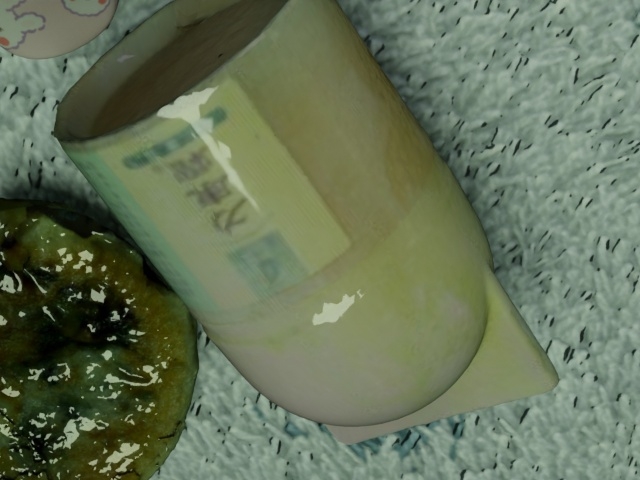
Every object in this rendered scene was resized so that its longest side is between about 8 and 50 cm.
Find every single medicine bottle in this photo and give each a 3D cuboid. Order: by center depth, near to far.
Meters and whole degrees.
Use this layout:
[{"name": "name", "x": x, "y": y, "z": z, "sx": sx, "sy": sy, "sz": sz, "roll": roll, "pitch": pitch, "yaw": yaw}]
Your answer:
[{"name": "medicine bottle", "x": 0.000, "y": 0.000, "z": 1.223, "sx": 0.236, "sy": 0.235, "sz": 0.406, "roll": -28, "pitch": 115, "yaw": 17}]

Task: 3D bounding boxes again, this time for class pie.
[{"name": "pie", "x": -0.262, "y": 0.135, "z": 1.374, "sx": 0.297, "sy": 0.078, "sz": 0.371, "roll": 21, "pitch": 114, "yaw": -25}]

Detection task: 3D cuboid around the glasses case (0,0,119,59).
[{"name": "glasses case", "x": -0.259, "y": -0.270, "z": 1.157, "sx": 0.113, "sy": 0.075, "sz": 0.297, "roll": -25, "pitch": 118, "yaw": 13}]
